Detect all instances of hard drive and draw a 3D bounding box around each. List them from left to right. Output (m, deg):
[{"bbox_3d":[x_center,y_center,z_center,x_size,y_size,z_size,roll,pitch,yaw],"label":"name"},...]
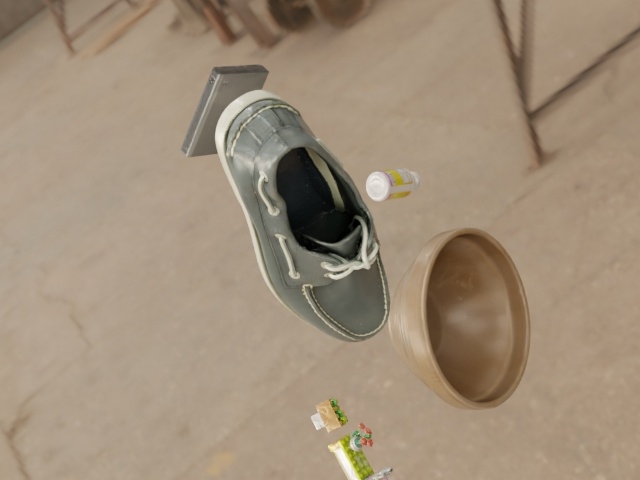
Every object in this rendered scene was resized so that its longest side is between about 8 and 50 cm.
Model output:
[{"bbox_3d":[-0.132,-0.177,1.806,0.094,0.022,0.135,-12,-43,-46],"label":"hard drive"}]

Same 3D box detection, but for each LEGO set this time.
[{"bbox_3d":[0.072,0.364,1.978,0.107,0.132,0.287,-32,50,40],"label":"LEGO set"}]

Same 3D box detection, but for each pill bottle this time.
[{"bbox_3d":[0.107,-0.081,1.902,0.043,0.043,0.083,-16,-4,43],"label":"pill bottle"}]

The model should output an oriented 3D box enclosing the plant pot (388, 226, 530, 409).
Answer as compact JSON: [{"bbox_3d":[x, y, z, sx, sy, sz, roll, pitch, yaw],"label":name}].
[{"bbox_3d":[0.168,0.107,1.736,0.109,0.237,0.237,-11,32,42],"label":"plant pot"}]

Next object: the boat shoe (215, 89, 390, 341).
[{"bbox_3d":[0.000,0.000,1.273,0.116,0.319,0.099,-37,39,-12],"label":"boat shoe"}]
